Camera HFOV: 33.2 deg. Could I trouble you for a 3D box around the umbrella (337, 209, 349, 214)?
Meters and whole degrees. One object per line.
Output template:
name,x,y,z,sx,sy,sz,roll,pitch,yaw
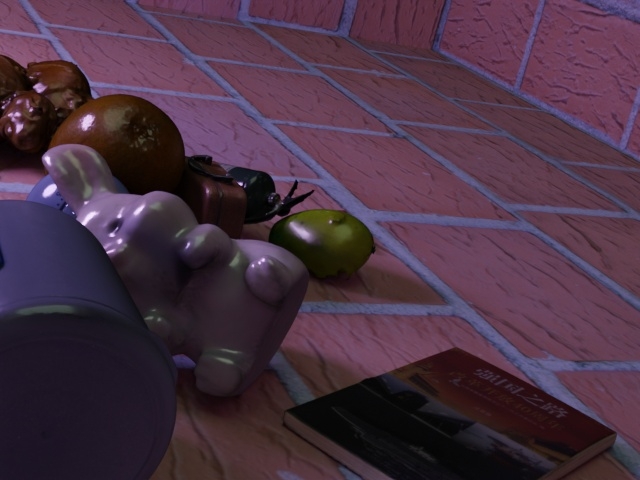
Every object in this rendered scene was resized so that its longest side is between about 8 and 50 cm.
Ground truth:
umbrella,0.056,-0.024,1.926,0.027,0.025,0.165,-10,21,-8

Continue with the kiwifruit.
kiwifruit,-0.316,-0.111,1.631,0.196,0.234,0.196,20,48,-24

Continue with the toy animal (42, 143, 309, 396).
toy animal,-0.201,0.033,1.316,0.368,0.196,0.241,25,4,-3

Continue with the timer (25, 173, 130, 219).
timer,-0.292,0.006,1.483,0.255,0.175,0.175,38,16,-12

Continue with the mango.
mango,0.000,-0.001,1.722,0.179,0.100,0.119,11,21,23

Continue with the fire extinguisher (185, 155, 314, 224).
fire extinguisher,-0.154,-0.079,1.779,0.294,0.093,0.118,13,52,28

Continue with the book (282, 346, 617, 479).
book,0.169,0.230,1.317,0.263,0.028,0.374,26,23,34

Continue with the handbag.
handbag,-0.180,-0.047,1.649,0.072,0.151,0.193,6,22,-26

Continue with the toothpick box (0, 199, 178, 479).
toothpick box,-0.300,0.087,1.056,0.263,0.262,0.354,4,21,-25

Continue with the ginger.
ginger,-0.532,-0.228,1.920,0.358,0.152,0.274,-7,40,-45
